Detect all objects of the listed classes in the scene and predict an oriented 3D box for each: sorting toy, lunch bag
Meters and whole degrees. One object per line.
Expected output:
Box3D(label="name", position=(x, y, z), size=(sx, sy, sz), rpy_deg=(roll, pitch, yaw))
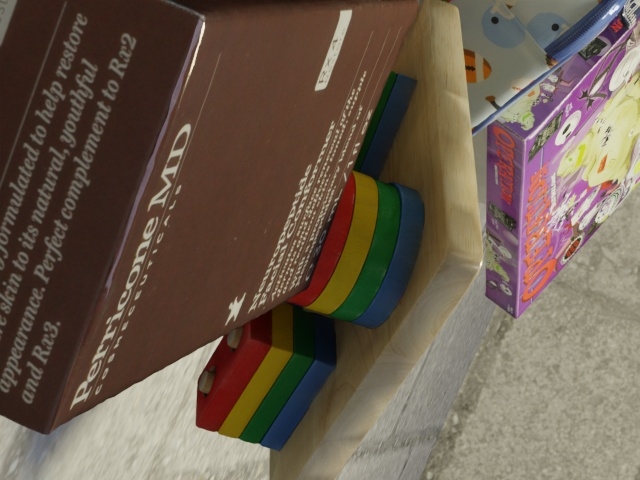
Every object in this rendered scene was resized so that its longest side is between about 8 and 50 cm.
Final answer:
Box3D(label="sorting toy", position=(0.000, 0.000, 1.273), size=(0.257, 0.089, 0.255), rpy_deg=(-90, -155, -48))
Box3D(label="lunch bag", position=(0.149, -0.188, 1.516), size=(0.303, 0.115, 0.243), rpy_deg=(-34, -169, 43))

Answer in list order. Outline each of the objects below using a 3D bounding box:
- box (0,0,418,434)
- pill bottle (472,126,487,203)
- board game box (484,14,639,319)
Box3D(label="box", position=(-0.083, -0.055, 0.955), size=(0.191, 0.143, 0.381), rpy_deg=(-68, 167, 14))
Box3D(label="pill bottle", position=(0.219, -0.199, 1.944), size=(0.318, 0.176, 0.176), rpy_deg=(-58, 166, -33))
Box3D(label="board game box", position=(0.224, -0.083, 1.723), size=(0.208, 0.056, 0.347), rpy_deg=(-43, 158, -15))
